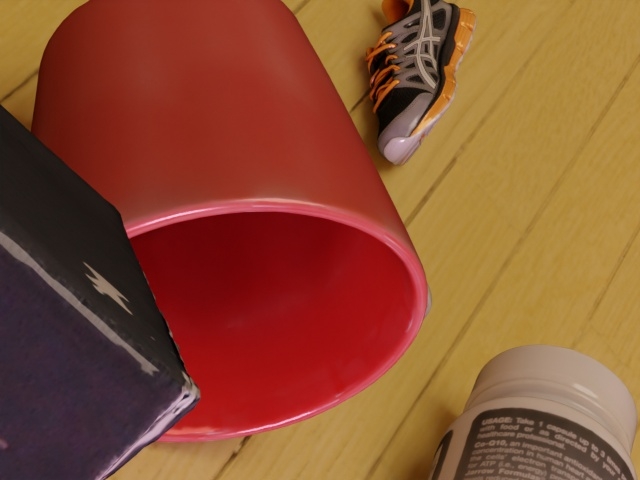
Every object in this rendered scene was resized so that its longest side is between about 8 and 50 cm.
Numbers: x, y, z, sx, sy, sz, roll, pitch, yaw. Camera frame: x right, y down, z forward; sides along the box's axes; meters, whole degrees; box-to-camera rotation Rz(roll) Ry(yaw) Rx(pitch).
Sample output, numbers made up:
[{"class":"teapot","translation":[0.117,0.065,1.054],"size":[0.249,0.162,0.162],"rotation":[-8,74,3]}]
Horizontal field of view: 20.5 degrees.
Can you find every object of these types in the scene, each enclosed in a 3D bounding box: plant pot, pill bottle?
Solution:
[{"class":"plant pot","translation":[-0.084,-0.032,1.206],"size":[0.275,0.275,0.243],"rotation":[20,42,-37]},{"class":"pill bottle","translation":[0.151,0.222,1.335],"size":[0.161,0.161,0.283],"rotation":[44,41,-17]}]

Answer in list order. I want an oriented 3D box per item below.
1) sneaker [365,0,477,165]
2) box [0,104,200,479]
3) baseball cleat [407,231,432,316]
[{"class":"sneaker","translation":[0.076,-0.148,1.579],"size":[0.083,0.084,0.215],"rotation":[30,41,-11]},{"class":"box","translation":[-0.384,0.031,0.612],"size":[0.480,0.472,0.297],"rotation":[44,2,-16]},{"class":"baseball cleat","translation":[0.000,0.000,1.415],"size":[0.206,0.072,0.109],"rotation":[33,29,-30]}]
